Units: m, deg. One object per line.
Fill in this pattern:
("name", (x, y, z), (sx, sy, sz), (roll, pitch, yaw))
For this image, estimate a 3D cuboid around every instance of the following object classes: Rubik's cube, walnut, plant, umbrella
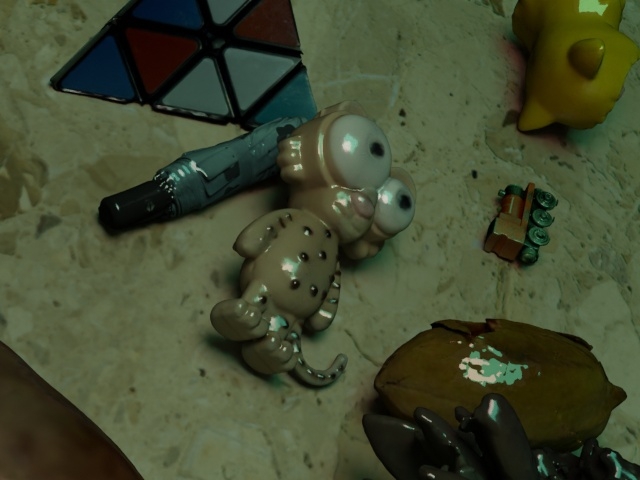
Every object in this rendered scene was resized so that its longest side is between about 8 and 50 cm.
("Rubik's cube", (-0.179, -0.222, 1.188), (0.234, 0.284, 0.250), (-29, 45, -17))
("walnut", (0.165, 0.137, 1.061), (0.245, 0.137, 0.137), (11, 52, -15))
("plant", (0.165, 0.240, 0.938), (0.321, 0.194, 0.181), (28, 67, -15))
("umbrella", (-0.101, -0.066, 1.120), (0.250, 0.053, 0.052), (-25, 72, -38))

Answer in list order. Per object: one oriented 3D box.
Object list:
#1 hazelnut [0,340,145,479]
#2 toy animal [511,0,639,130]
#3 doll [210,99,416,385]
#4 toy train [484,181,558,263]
("hazelnut", (-0.250, 0.229, 0.626), (0.409, 0.359, 0.359), (25, 46, 18))
("toy animal", (0.299, -0.239, 1.390), (0.156, 0.156, 0.229), (18, 49, -14))
("doll", (-0.002, -0.001, 1.086), (0.154, 0.119, 0.278), (42, 55, -29))
("toy train", (0.216, -0.022, 1.258), (0.064, 0.044, 0.103), (20, 49, 1))
